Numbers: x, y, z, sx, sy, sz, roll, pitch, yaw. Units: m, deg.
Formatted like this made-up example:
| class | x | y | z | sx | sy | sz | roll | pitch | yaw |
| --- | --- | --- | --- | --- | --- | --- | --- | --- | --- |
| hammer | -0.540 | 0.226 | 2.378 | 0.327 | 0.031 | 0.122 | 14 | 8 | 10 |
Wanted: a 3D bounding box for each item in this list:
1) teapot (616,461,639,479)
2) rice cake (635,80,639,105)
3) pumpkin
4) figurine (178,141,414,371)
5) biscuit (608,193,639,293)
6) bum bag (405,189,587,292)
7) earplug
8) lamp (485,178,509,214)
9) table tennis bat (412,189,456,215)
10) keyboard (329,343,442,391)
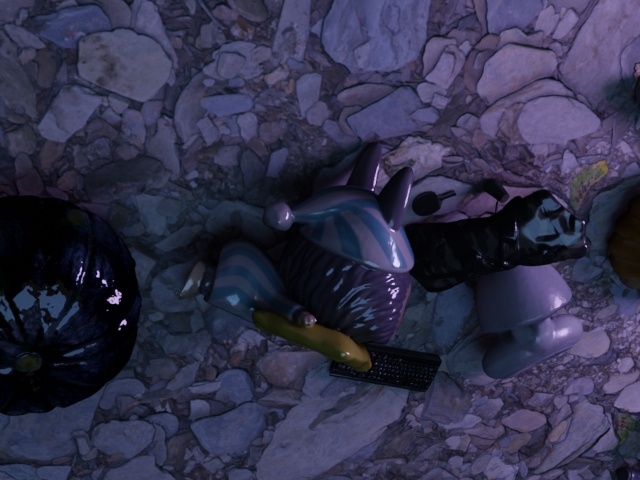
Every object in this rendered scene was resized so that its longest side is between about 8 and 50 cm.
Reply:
| class | x | y | z | sx | sy | sz | roll | pitch | yaw |
| --- | --- | --- | --- | --- | --- | --- | --- | --- | --- |
| teapot | 0.757 | 0.569 | 2.312 | 0.083 | 0.064 | 0.049 | 21 | 147 | -30 |
| rice cake | 0.718 | -0.183 | 1.770 | 0.399 | 0.070 | 0.064 | 28 | 116 | -29 |
| pumpkin | -0.459 | 0.103 | 1.510 | 0.363 | 0.266 | 0.363 | -10 | 126 | -14 |
| figurine | 0.000 | 0.000 | 1.651 | 0.361 | 0.266 | 0.378 | 23 | 83 | 0 |
| biscuit | 0.725 | 0.008 | 1.848 | 0.325 | 0.107 | 0.326 | 0 | 132 | 0 |
| bum bag | 0.304 | 0.003 | 1.713 | 0.340 | 0.095 | 0.144 | -14 | 117 | 27 |
| earplug | 0.397 | 0.156 | 1.861 | 0.214 | 0.175 | 0.326 | -25 | 136 | -4 |
| lamp | 0.316 | -0.049 | 1.756 | 0.041 | 0.054 | 0.121 | -11 | 134 | -32 |
| table tennis bat | 0.206 | -0.072 | 1.737 | 0.083 | 0.007 | 0.050 | -23 | 126 | 2 |
| keyboard | 0.132 | 0.257 | 1.929 | 0.230 | 0.025 | 0.094 | 12 | 116 | -23 |
